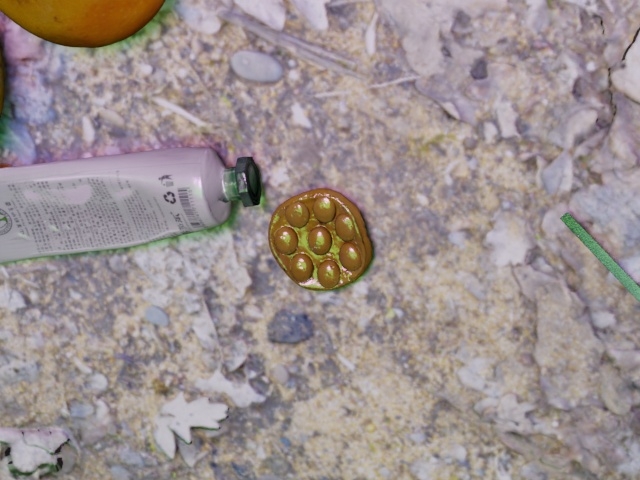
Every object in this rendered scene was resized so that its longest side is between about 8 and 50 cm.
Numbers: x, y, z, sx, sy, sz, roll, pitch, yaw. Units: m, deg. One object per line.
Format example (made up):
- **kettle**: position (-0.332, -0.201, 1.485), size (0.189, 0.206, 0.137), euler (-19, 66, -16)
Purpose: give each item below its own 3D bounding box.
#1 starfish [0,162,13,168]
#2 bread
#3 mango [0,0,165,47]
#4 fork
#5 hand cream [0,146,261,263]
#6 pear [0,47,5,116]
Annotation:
- **starfish**: position (-0.382, -0.057, 1.706), size (0.133, 0.041, 0.130), euler (-7, 106, 15)
- **bread**: position (0.000, 0.000, 1.646), size (0.110, 0.024, 0.110), euler (4, 108, 13)
- **mango**: position (-0.263, -0.261, 1.578), size (0.253, 0.113, 0.138), euler (17, 125, 16)
- **fork**: position (0.318, 0.057, 1.595), size (0.039, 0.021, 0.235), euler (-42, 93, 17)
- **hand cream**: position (-0.225, -0.038, 1.660), size (0.336, 0.076, 0.121), euler (-7, 126, 16)
- **pear**: position (-0.408, -0.165, 1.606), size (0.200, 0.200, 0.200), euler (4, 108, 12)
